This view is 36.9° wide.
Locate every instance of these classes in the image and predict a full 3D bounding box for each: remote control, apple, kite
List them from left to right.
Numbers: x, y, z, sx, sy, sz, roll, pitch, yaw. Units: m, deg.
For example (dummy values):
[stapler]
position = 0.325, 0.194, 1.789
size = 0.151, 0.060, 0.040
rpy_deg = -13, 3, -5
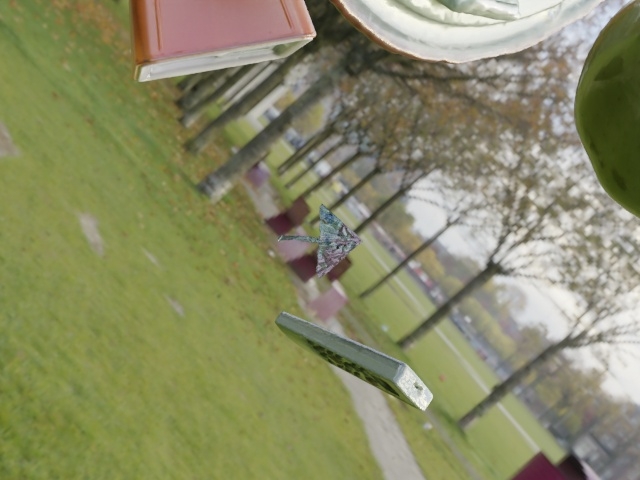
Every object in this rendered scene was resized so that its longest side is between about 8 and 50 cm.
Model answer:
[kite]
position = 0.000, 0.000, 1.738
size = 0.011, 0.157, 0.139
rpy_deg = 65, 29, -75
[remote control]
position = 0.046, 0.193, 1.554
size = 0.285, 0.038, 0.123
rpy_deg = 20, -21, 40
[apple]
position = 0.503, -0.178, 1.187
size = 0.357, 0.357, 0.357
rpy_deg = 48, 3, -3

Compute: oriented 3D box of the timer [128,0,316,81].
[timer]
position = -0.161, -0.315, 1.440
size = 0.250, 0.258, 0.161
rpy_deg = 130, -52, -76

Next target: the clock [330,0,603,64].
[clock]
position = 0.107, -0.206, 0.338
size = 0.080, 0.318, 0.318
rpy_deg = 45, 1, 32
